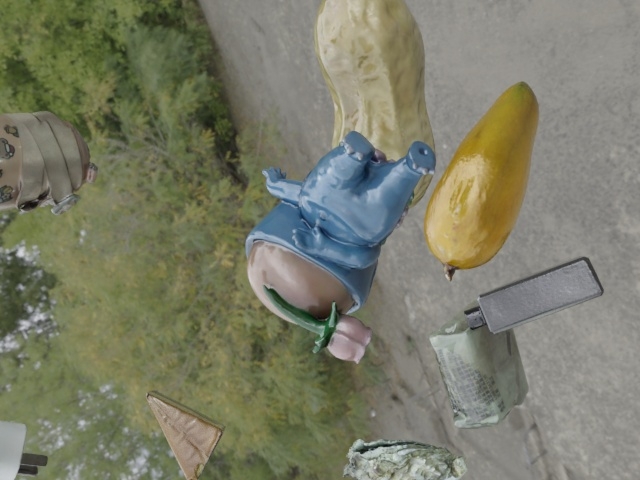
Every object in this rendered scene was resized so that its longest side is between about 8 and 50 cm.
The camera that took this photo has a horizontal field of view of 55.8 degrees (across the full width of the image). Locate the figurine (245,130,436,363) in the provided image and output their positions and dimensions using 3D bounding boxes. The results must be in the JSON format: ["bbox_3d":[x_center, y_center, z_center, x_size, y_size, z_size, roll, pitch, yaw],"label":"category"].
[{"bbox_3d":[0.003,0.004,0.422,0.178,0.114,0.145,126,163,-47],"label":"figurine"}]

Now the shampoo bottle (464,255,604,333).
[{"bbox_3d":[0.392,0.108,1.134,0.079,0.245,0.080,69,-164,8],"label":"shampoo bottle"}]

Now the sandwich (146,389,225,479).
[{"bbox_3d":[-0.277,0.370,1.138,0.163,0.114,0.079,27,169,1],"label":"sandwich"}]

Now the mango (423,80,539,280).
[{"bbox_3d":[0.239,-0.087,0.869,0.119,0.317,0.176,18,163,27],"label":"mango"}]

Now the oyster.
[{"bbox_3d":[0.177,0.507,1.366,0.267,0.198,0.112,-28,56,48],"label":"oyster"}]

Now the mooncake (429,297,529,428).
[{"bbox_3d":[0.340,0.267,1.306,0.136,0.250,0.255,-16,89,37],"label":"mooncake"}]

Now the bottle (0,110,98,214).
[{"bbox_3d":[-0.277,-0.070,0.549,0.098,0.152,0.099,11,105,45],"label":"bottle"}]

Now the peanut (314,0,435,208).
[{"bbox_3d":[0.054,-0.136,0.621,0.111,0.125,0.275,5,132,26],"label":"peanut"}]

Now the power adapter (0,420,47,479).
[{"bbox_3d":[-0.707,0.455,1.253,0.255,0.187,0.124,23,-139,-32],"label":"power adapter"}]
